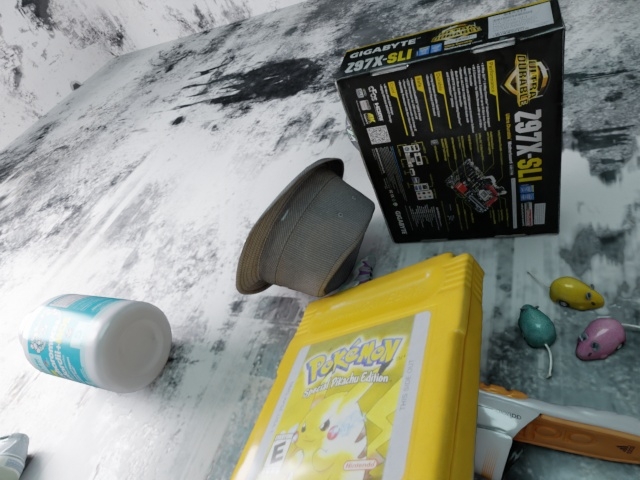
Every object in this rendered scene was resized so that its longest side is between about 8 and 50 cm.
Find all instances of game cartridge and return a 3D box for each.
[{"bbox_3d":[0.039,0.164,0.495,0.285,0.052,0.323,-26,28,38],"label":"game cartridge"}]

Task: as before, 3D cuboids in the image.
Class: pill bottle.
[{"bbox_3d":[-0.398,0.168,0.752,0.264,0.146,0.146,0,48,28],"label":"pill bottle"}]

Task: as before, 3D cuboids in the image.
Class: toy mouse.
[{"bbox_3d":[0.304,0.104,0.538,0.161,0.031,0.143,21,59,40],"label":"toy mouse"}]

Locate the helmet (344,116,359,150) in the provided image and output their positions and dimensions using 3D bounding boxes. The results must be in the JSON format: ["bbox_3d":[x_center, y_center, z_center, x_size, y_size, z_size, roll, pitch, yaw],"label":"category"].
[{"bbox_3d":[0.138,-0.236,0.877,0.162,0.169,0.169,-31,38,-31],"label":"helmet"}]

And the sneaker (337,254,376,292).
[{"bbox_3d":[0.078,0.071,0.690,0.069,0.038,0.098,21,69,39],"label":"sneaker"}]

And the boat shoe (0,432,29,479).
[{"bbox_3d":[-0.572,0.368,0.698,0.228,0.079,0.081,-18,32,3],"label":"boat shoe"}]

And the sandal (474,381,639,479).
[{"bbox_3d":[0.197,0.203,0.440,0.266,0.101,0.076,1,46,26],"label":"sandal"}]

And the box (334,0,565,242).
[{"bbox_3d":[0.193,-0.130,0.617,0.257,0.322,0.079,-6,47,24],"label":"box"}]

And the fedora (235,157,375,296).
[{"bbox_3d":[0.000,0.000,0.693,0.124,0.243,0.275,30,41,12],"label":"fedora"}]
